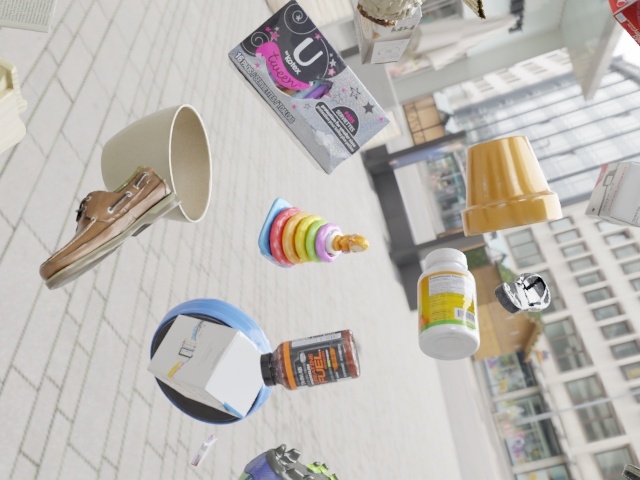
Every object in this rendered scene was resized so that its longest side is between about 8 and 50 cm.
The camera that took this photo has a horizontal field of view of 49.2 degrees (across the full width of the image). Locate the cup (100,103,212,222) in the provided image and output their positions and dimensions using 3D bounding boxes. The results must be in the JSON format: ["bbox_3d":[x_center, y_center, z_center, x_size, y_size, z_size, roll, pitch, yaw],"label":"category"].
[{"bbox_3d":[-0.469,-0.207,1.958,0.331,0.237,0.331,-3,90,-81],"label":"cup"}]

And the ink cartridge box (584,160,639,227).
[{"bbox_3d":[0.557,-0.086,1.290,0.150,0.063,0.109,-41,150,-85],"label":"ink cartridge box"}]

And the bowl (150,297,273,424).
[{"bbox_3d":[-0.323,0.359,2.034,0.077,0.391,0.391,-42,115,-64],"label":"bowl"}]

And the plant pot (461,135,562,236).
[{"bbox_3d":[0.396,-0.119,1.498,0.205,0.205,0.187,0,79,-79],"label":"plant pot"}]

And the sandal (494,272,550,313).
[{"bbox_3d":[0.484,0.119,1.614,0.097,0.054,0.254,54,30,15],"label":"sandal"}]

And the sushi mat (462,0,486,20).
[{"bbox_3d":[0.251,-0.556,1.396,0.316,0.019,0.151,-107,171,-52],"label":"sushi mat"}]

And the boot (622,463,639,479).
[{"bbox_3d":[0.642,0.562,1.339,0.085,0.178,0.236,31,5,-38],"label":"boot"}]

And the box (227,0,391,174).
[{"bbox_3d":[-0.021,-0.249,1.157,0.247,0.142,0.163,49,0,-11],"label":"box"}]

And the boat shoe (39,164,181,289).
[{"bbox_3d":[-0.377,-0.029,1.204,0.104,0.111,0.307,54,39,-9],"label":"boat shoe"}]

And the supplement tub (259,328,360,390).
[{"bbox_3d":[-0.022,0.250,1.437,0.106,0.198,0.106,-12,90,-85],"label":"supplement tub"}]

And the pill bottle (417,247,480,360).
[{"bbox_3d":[0.296,0.143,1.631,0.136,0.136,0.245,62,26,-45],"label":"pill bottle"}]

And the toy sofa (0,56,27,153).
[{"bbox_3d":[-0.686,-0.176,1.197,0.362,0.150,0.177,-57,173,-35],"label":"toy sofa"}]

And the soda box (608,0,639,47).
[{"bbox_3d":[0.792,-0.511,1.669,0.263,0.083,0.092,31,46,-32],"label":"soda box"}]

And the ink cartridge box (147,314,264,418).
[{"bbox_3d":[-0.280,0.317,1.773,0.171,0.233,0.168,50,59,-41],"label":"ink cartridge box"}]

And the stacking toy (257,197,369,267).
[{"bbox_3d":[0.000,0.000,1.840,0.175,0.302,0.165,39,66,-49],"label":"stacking toy"}]

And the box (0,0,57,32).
[{"bbox_3d":[-0.449,-0.325,0.804,0.275,0.113,0.094,-4,45,-44],"label":"box"}]

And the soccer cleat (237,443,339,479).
[{"bbox_3d":[-0.037,0.396,1.061,0.093,0.121,0.289,52,1,42],"label":"soccer cleat"}]

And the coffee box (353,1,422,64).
[{"bbox_3d":[0.154,-0.534,1.662,0.246,0.098,0.141,120,-39,-78],"label":"coffee box"}]

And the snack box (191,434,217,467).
[{"bbox_3d":[-0.310,0.563,1.876,0.064,0.022,0.178,-61,177,-9],"label":"snack box"}]

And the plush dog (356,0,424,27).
[{"bbox_3d":[0.109,-0.391,0.881,0.262,0.211,0.225,169,-65,-80],"label":"plush dog"}]
